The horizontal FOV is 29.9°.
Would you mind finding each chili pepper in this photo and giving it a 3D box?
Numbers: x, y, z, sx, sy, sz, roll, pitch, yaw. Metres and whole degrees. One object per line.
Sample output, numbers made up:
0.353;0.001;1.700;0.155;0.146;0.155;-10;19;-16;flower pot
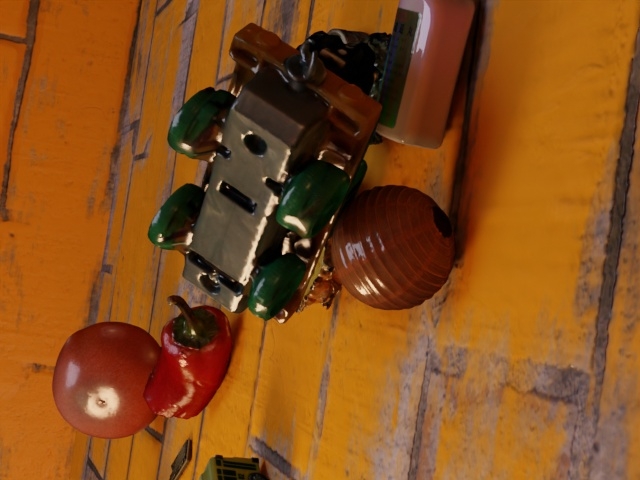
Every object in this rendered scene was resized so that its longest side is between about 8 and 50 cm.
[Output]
-0.213;0.181;2.074;0.338;0.131;0.134;114;-178;-49;chili pepper

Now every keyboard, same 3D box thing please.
-0.272;0.431;2.322;0.129;0.015;0.049;122;152;-51;keyboard

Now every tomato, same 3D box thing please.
-0.449;0.299;2.558;0.224;0.256;0.255;-87;11;-74;tomato

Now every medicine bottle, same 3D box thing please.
0.119;-0.217;1.334;0.115;0.078;0.219;-130;52;-70;medicine bottle

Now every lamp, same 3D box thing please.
0.078;0.007;1.263;0.136;0.136;0.136;-171;90;-72;lamp

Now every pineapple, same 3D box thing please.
0.000;0.000;1.597;0.225;0.076;0.224;-171;90;-69;pineapple

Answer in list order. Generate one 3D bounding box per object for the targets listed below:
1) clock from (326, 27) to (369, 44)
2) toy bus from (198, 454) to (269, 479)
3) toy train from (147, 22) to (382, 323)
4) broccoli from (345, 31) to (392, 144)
0.018;-0.185;1.679;0.226;0.049;0.226;-170;90;-73;clock
-0.126;0.395;1.753;0.175;0.101;0.088;-110;34;-59;toy bus
-0.039;-0.077;1.329;0.249;0.178;0.429;-46;-14;-41;toy train
0.026;-0.184;1.476;0.167;0.160;0.154;2;82;54;broccoli
